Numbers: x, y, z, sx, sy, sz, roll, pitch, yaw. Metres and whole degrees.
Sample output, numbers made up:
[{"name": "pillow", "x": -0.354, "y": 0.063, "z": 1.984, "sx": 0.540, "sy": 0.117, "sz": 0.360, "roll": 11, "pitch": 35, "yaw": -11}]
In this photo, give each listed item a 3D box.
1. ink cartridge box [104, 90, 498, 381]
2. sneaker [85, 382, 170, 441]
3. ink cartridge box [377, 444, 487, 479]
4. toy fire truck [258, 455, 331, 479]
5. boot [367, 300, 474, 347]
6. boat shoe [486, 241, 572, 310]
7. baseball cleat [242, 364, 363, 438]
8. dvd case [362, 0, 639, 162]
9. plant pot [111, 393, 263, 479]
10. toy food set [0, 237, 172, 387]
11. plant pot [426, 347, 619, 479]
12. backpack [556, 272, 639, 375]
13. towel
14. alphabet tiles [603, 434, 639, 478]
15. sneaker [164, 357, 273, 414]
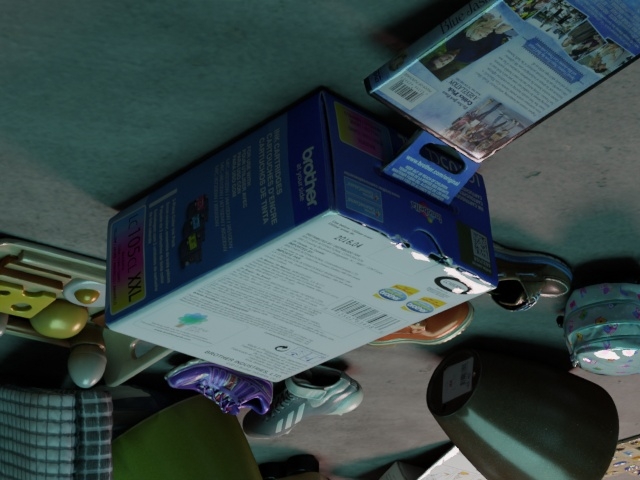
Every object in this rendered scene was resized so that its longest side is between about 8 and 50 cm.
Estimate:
[{"name": "ink cartridge box", "x": 0.000, "y": 0.000, "z": 1.438, "sx": 0.395, "sy": 0.151, "sz": 0.270, "roll": -25, "pitch": 147, "yaw": 35}, {"name": "sneaker", "x": -0.331, "y": 0.293, "z": 1.978, "sx": 0.283, "sy": 0.122, "sz": 0.110, "roll": -21, "pitch": 148, "yaw": 29}, {"name": "ink cartridge box", "x": 0.241, "y": 0.449, "z": 2.424, "sx": 0.296, "sy": 0.066, "sz": 0.261, "roll": 23, "pitch": 117, "yaw": -41}, {"name": "toy fire truck", "x": -0.047, "y": 0.478, "z": 2.380, "sx": 0.217, "sy": 0.158, "sz": 0.246, "roll": -18, "pitch": 139, "yaw": 23}, {"name": "boot", "x": 0.116, "y": 0.096, "z": 1.743, "sx": 0.158, "sy": 0.059, "sz": 0.084, "roll": -12, "pitch": 147, "yaw": 17}, {"name": "boat shoe", "x": 0.237, "y": 0.052, "z": 1.662, "sx": 0.183, "sy": 0.066, "sz": 0.066, "roll": 13, "pitch": 148, "yaw": -30}, {"name": "baseball cleat", "x": -0.042, "y": 0.227, "z": 1.974, "sx": 0.206, "sy": 0.072, "sz": 0.109, "roll": -22, "pitch": 134, "yaw": 22}, {"name": "dvd case", "x": 0.189, "y": -0.173, "z": 1.230, "sx": 0.253, "sy": 0.022, "sz": 0.180, "roll": -34, "pitch": 142, "yaw": 27}, {"name": "plant pot", "x": -0.174, "y": 0.417, "z": 1.952, "sx": 0.275, "sy": 0.293, "sz": 0.275, "roll": -32, "pitch": 162, "yaw": -12}, {"name": "toy food set", "x": -0.331, "y": 0.104, "z": 1.651, "sx": 0.306, "sy": 0.092, "sz": 0.220, "roll": 17, "pitch": 146, "yaw": -36}, {"name": "plant pot", "x": 0.269, "y": 0.249, "z": 1.931, "sx": 0.230, "sy": 0.215, "sz": 0.215, "roll": 33, "pitch": 137, "yaw": -29}, {"name": "backpack", "x": 0.381, "y": 0.113, "z": 1.740, "sx": 0.152, "sy": 0.115, "sz": 0.182, "roll": -14, "pitch": 157, "yaw": 11}, {"name": "towel", "x": -0.367, "y": 0.310, "z": 1.820, "sx": 0.121, "sy": 0.235, "sz": 0.283, "roll": 0, "pitch": 177, "yaw": -31}, {"name": "alphabet tiles", "x": 0.554, "y": 0.392, "z": 2.421, "sx": 0.237, "sy": 0.009, "sz": 0.198, "roll": -24, "pitch": 147, "yaw": 33}, {"name": "sneaker", "x": -0.137, "y": 0.208, "z": 1.900, "sx": 0.170, "sy": 0.071, "sz": 0.068, "roll": 14, "pitch": 147, "yaw": -30}]
